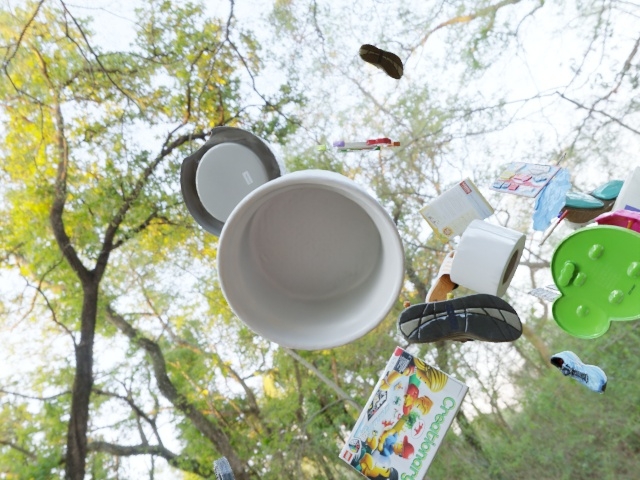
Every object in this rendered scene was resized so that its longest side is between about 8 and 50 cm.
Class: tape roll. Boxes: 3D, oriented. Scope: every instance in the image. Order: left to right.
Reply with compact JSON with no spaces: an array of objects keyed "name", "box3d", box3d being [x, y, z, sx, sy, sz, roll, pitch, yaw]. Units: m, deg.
[{"name":"tape roll","box3d":[0.582,0.064,1.553,0.246,0.169,0.246,-35,-44,-41]}]

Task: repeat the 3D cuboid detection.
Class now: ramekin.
[{"name":"ramekin","box3d":[-0.012,0.020,0.708,0.277,0.277,0.135,-56,9,18]}]

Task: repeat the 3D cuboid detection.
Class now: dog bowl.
[{"name":"dog bowl","box3d":[-0.260,-0.178,1.387,0.349,0.348,0.102,-58,-7,21]}]

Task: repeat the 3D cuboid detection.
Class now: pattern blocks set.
[{"name":"pattern blocks set","box3d":[0.128,-0.320,1.534,0.325,0.285,0.026,-26,-65,-72]}]

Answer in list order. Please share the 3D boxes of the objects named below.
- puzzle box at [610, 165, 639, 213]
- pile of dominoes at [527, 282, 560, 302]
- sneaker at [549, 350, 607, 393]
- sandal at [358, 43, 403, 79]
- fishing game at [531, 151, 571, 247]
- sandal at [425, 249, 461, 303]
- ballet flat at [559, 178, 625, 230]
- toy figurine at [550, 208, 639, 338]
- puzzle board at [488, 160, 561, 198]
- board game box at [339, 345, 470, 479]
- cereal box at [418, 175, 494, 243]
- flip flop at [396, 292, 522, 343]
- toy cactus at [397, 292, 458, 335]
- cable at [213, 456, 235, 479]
[{"name":"puzzle box","box3d":[0.861,0.028,1.000,0.272,0.408,0.052,-61,-19,-6]},{"name":"pile of dominoes","box3d":[0.800,0.175,1.435,0.195,0.040,0.251,-15,1,3]},{"name":"sneaker","box3d":[0.663,0.345,1.158,0.073,0.162,0.064,0,-78,-15]},{"name":"sandal","box3d":[0.198,-0.589,1.465,0.180,0.049,0.072,17,-82,-22]},{"name":"fishing game","box3d":[0.633,-0.104,1.212,0.189,0.041,0.264,105,-173,-46]},{"name":"sandal","box3d":[0.514,0.162,1.764,0.265,0.102,0.076,-59,12,-12]},{"name":"ballet flat","box3d":[0.830,-0.098,1.383,0.342,0.116,0.124,-17,-52,-26]},{"name":"toy figurine","box3d":[0.398,0.029,0.608,0.159,0.130,0.173,-31,-40,-40]},{"name":"puzzle board","box3d":[0.455,-0.141,1.002,0.096,0.128,0.011,-46,-61,-8]},{"name":"board game box","box3d":[0.201,0.439,1.076,0.305,0.192,0.053,-60,-30,-8]},{"name":"cereal box","box3d":[0.532,-0.116,1.755,0.240,0.173,0.047,-36,1,37]},{"name":"flip flop","box3d":[0.310,0.188,1.007,0.276,0.112,0.080,-6,-27,1]},{"name":"toy cactus","box3d":[0.326,0.211,1.301,0.218,0.112,0.180,-14,-14,-5]},{"name":"cable","box3d":[-0.127,0.537,0.823,0.072,0.287,0.140,-15,-60,-19]}]
